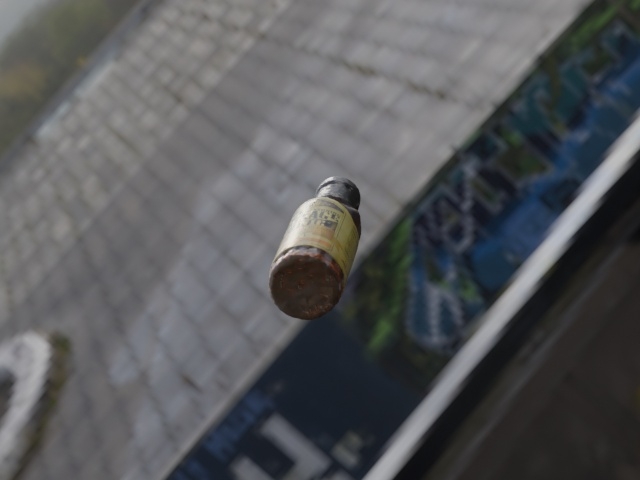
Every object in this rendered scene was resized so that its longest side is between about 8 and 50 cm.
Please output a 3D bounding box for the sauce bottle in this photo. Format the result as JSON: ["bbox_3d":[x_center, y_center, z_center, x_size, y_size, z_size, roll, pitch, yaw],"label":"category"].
[{"bbox_3d":[0.000,0.000,1.087,0.042,0.042,0.128,-43,12,21],"label":"sauce bottle"}]
